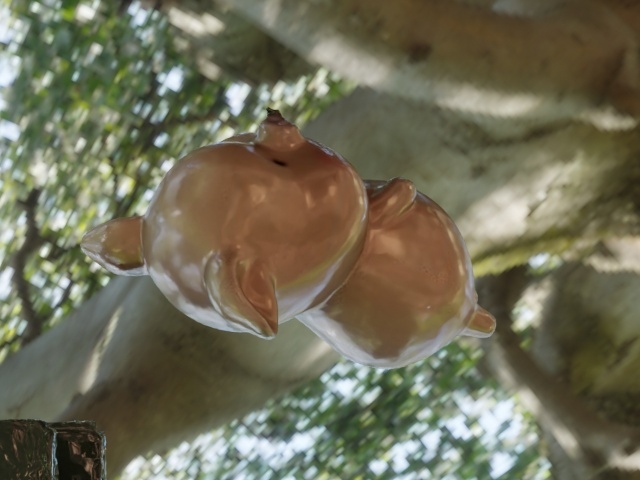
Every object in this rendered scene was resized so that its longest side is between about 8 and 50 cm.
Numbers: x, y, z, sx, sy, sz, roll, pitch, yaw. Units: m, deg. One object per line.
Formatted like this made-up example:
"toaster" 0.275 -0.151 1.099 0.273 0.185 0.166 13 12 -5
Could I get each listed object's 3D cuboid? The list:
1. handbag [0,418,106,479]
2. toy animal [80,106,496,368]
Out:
"handbag" -0.194 0.185 0.672 0.247 0.079 0.260 -3 -92 19
"toy animal" -0.001 0.007 0.647 0.150 0.083 0.089 12 -113 -29
